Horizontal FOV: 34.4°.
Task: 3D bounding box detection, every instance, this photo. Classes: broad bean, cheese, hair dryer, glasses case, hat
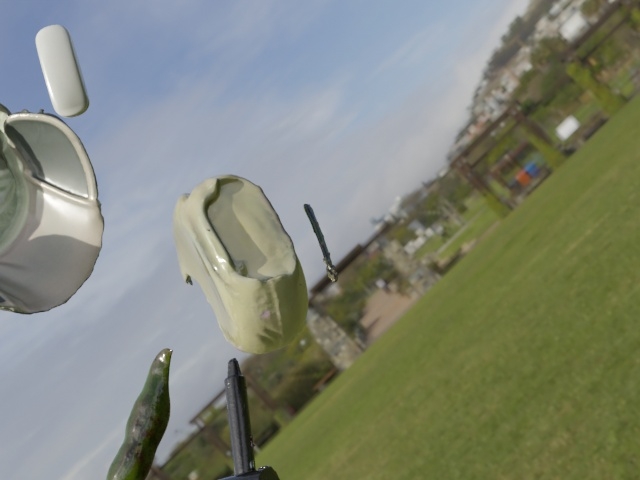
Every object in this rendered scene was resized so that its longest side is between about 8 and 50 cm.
[{"bbox_3d":[-0.329,0.363,1.904,0.061,0.077,0.338,40,-114,-54],"label":"broad bean"},{"bbox_3d":[-0.121,0.036,1.504,0.127,0.266,0.233,-23,-20,-20],"label":"cheese"},{"bbox_3d":[-0.133,0.296,1.536,0.114,0.247,0.070,-19,-25,18],"label":"hair dryer"},{"bbox_3d":[-0.447,-0.293,1.790,0.063,0.164,0.041,-17,-4,1],"label":"glasses case"},{"bbox_3d":[-0.361,-0.032,1.096,0.232,0.275,0.161,-55,-9,-23],"label":"hat"}]

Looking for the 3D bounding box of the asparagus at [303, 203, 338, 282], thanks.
[{"bbox_3d":[0.000,0.000,1.344,0.166,0.013,0.016,-112,31,-50],"label":"asparagus"}]
